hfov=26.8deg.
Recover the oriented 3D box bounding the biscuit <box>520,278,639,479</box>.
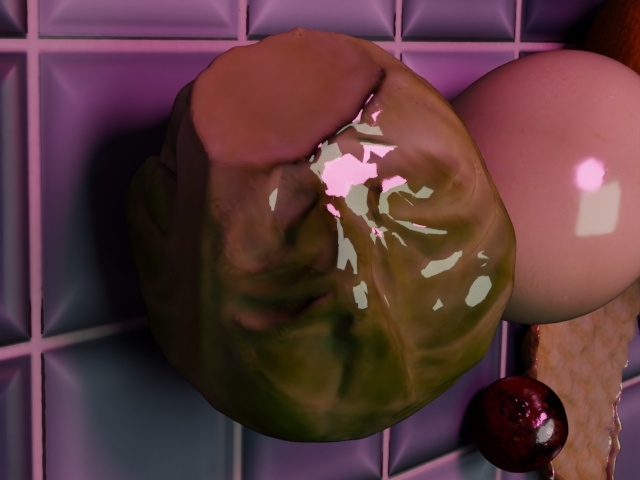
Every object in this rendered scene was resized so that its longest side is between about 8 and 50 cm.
[{"bbox_3d":[0.233,0.097,1.214,0.187,0.036,0.273,15,86,-51],"label":"biscuit"}]

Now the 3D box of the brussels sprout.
[{"bbox_3d":[0.000,0.000,0.782,0.244,0.244,0.244,-13,106,-50],"label":"brussels sprout"}]

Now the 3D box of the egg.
[{"bbox_3d":[0.168,-0.043,0.988,0.241,0.186,0.186,-52,134,-45],"label":"egg"}]

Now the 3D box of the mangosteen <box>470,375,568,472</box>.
[{"bbox_3d":[0.165,0.153,1.106,0.081,0.081,0.081,-13,106,-50],"label":"mangosteen"}]

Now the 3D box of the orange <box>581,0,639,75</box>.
[{"bbox_3d":[0.348,-0.129,1.139,0.264,0.264,0.264,-13,106,-50],"label":"orange"}]
